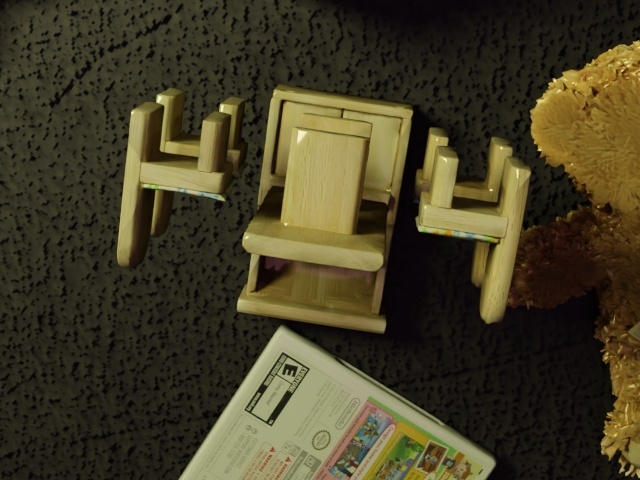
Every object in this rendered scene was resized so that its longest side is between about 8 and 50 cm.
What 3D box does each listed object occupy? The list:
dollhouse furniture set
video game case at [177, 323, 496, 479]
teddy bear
[{"bbox_3d":[0.000,0.000,0.717,0.212,0.242,0.161,9,104,2],"label":"dollhouse furniture set"},{"bbox_3d":[-0.004,0.199,0.876,0.193,0.023,0.212,32,102,-4],"label":"video game case"},{"bbox_3d":[0.248,0.020,0.778,0.245,0.113,0.338,-27,104,34],"label":"teddy bear"}]
